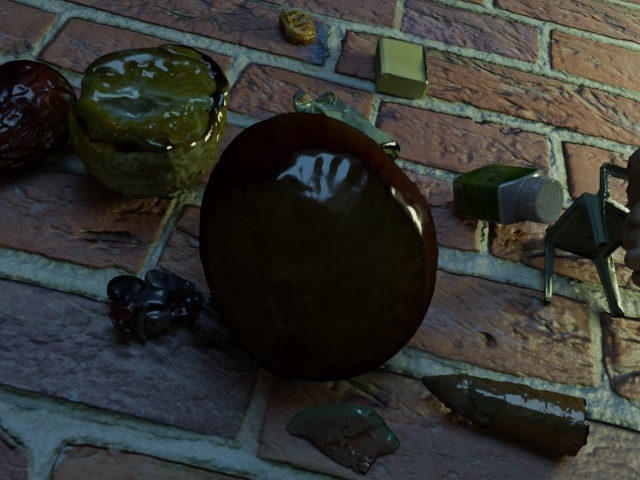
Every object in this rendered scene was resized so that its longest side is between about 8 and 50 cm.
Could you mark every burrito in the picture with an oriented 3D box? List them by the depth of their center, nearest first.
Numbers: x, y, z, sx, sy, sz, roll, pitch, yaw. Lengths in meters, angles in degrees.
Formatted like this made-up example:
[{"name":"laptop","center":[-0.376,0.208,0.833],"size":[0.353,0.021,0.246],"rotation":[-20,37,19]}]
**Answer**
[{"name":"burrito","center":[0.043,-0.227,1.920],"size":[0.229,0.089,0.144],"rotation":[42,33,27]}]

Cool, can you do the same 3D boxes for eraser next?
[{"name":"eraser","center":[0.189,-0.403,2.177],"size":[0.117,0.058,0.172],"rotation":[9,41,-7]}]

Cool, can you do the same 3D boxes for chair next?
[{"name":"chair","center":[0.530,-0.012,1.741],"size":[0.190,0.203,0.275],"rotation":[18,48,-13]}]

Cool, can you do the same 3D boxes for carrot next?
[{"name":"carrot","center":[0.282,0.254,1.441],"size":[0.263,0.102,0.102],"rotation":[16,41,3]}]

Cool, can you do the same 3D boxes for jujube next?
[{"name":"jujube","center":[-0.557,-0.211,1.675],"size":[0.190,0.190,0.255],"rotation":[29,60,16]}]

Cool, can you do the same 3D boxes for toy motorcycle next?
[{"name":"toy motorcycle","center":[-0.237,0.110,1.457],"size":[0.213,0.082,0.122],"rotation":[12,40,-1]}]

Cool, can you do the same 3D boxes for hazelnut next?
[{"name":"hazelnut","center":[0.000,0.000,1.424],"size":[0.421,0.353,0.421],"rotation":[38,31,-29]}]

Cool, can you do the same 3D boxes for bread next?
[{"name":"bread","center":[-0.055,-0.513,2.243],"size":[0.083,0.044,0.111],"rotation":[-1,44,-22]}]

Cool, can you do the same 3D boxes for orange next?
[{"name":"orange","center":[-0.309,-0.201,1.689],"size":[0.271,0.210,0.369],"rotation":[9,43,-3]}]

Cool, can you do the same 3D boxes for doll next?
[{"name":"doll","center":[0.569,-0.046,1.582],"size":[0.119,0.154,0.278],"rotation":[-4,55,35]}]

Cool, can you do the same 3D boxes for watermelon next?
[{"name":"watermelon","center":[0.031,0.274,1.363],"size":[0.155,0.101,0.080],"rotation":[19,51,20]}]

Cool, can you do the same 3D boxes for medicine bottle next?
[{"name":"medicine bottle","center":[0.366,-0.087,1.793],"size":[0.132,0.088,0.188],"rotation":[-21,21,-34]}]
